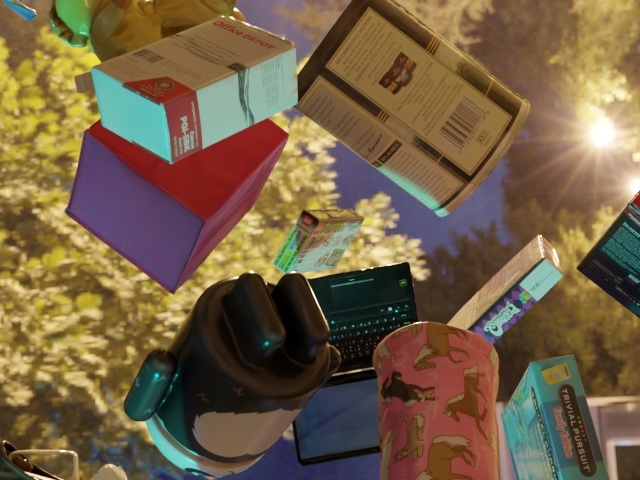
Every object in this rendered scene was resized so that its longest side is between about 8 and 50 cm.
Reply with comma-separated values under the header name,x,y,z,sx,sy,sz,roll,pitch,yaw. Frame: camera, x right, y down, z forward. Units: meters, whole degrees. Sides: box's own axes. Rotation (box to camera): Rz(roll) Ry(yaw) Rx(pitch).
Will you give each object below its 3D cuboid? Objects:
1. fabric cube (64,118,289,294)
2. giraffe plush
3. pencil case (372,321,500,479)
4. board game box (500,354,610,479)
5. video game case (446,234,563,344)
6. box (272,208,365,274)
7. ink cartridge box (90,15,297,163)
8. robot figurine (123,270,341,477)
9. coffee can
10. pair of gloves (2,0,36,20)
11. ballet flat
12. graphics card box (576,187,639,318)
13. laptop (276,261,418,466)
name,x,y,z,sx,sy,sz,roll,pitch,yaw
fabric cube,-0.256,-0.117,1.803,0.258,0.259,0.254,-50,-4,-37
giraffe plush,-0.206,-0.228,1.089,0.210,0.170,0.181,-15,-46,-39
pencil case,0.130,0.274,1.117,0.160,0.167,0.386,22,-132,-22
board game box,0.405,0.374,1.792,0.336,0.079,0.253,90,170,-66
video game case,0.254,0.090,1.469,0.042,0.210,0.232,44,-168,2
box,0.000,0.000,1.820,0.114,0.036,0.207,-59,-20,14
ink cartridge box,-0.099,-0.125,0.831,0.135,0.099,0.056,-30,-47,-33
robot figurine,-0.096,0.157,1.189,0.278,0.209,0.173,-55,8,37
coffee can,0.114,-0.191,1.403,0.275,0.201,0.201,37,-146,-6
pair of gloves,-0.373,-0.310,1.077,0.198,0.023,0.159,48,-177,-12
ballet flat,-0.331,0.343,1.403,0.095,0.281,0.096,105,-178,-83
graphics card box,0.583,0.040,1.727,0.094,0.233,0.371,-48,-13,-13
laptop,0.054,0.192,1.630,0.136,0.235,0.264,-107,7,-78
